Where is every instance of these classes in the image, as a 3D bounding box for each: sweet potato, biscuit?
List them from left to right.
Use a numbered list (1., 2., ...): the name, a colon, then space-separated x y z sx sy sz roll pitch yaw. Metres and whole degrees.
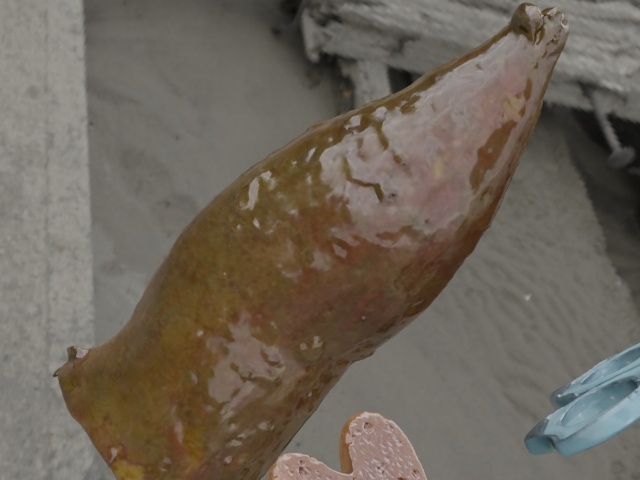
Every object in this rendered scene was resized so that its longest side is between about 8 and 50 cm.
1. sweet potato: 0.002 0.002 0.582 0.131 0.337 0.131 39 14 -12
2. biscuit: 0.027 0.246 1.042 0.192 0.036 0.186 10 46 -34

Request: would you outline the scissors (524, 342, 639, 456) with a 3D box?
1. scissors: 0.318 0.070 0.848 0.029 0.360 0.191 56 29 3
